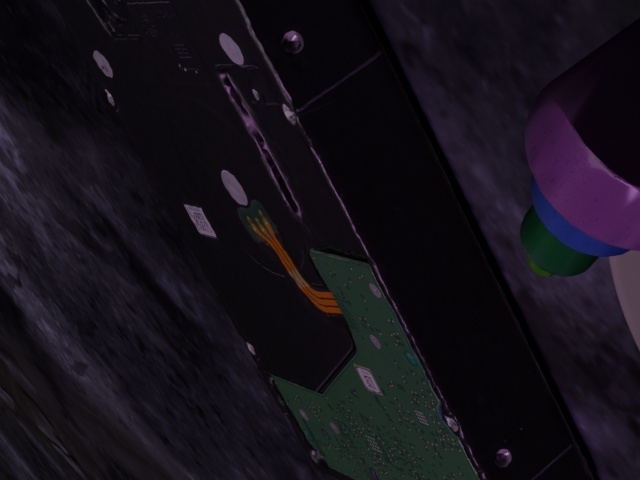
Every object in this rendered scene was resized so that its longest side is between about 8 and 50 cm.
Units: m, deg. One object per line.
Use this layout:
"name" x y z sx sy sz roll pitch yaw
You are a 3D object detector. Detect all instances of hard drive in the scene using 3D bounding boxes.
"hard drive" 0.000 0.000 0.880 0.237 0.064 0.339 12 133 61

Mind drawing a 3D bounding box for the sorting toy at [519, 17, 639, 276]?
"sorting toy" 0.174 0.104 0.501 0.365 0.127 0.126 53 154 14

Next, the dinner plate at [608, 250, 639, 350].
"dinner plate" 0.132 0.016 0.612 0.141 0.017 0.141 164 90 -80
